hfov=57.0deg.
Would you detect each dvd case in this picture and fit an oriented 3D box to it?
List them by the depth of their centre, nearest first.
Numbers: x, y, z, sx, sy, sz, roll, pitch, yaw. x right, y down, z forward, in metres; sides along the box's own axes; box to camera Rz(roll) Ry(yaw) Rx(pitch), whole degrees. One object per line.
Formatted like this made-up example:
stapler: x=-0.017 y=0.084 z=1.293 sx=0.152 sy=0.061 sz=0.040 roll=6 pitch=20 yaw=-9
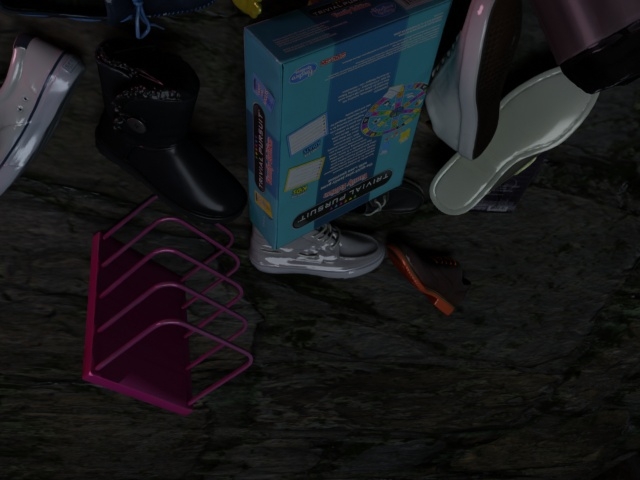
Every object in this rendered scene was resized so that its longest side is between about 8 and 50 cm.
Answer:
dvd case: x=0.316 y=-0.134 z=1.059 sx=0.164 sy=0.018 sz=0.221 roll=1 pitch=137 yaw=-14

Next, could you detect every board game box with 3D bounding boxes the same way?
board game box: x=0.024 y=-0.163 z=0.809 sx=0.253 sy=0.079 sz=0.336 roll=-28 pitch=151 yaw=-24

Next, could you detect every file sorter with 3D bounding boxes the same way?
file sorter: x=-0.241 y=0.093 z=0.972 sx=0.182 sy=0.291 sz=0.202 roll=-34 pitch=135 yaw=19

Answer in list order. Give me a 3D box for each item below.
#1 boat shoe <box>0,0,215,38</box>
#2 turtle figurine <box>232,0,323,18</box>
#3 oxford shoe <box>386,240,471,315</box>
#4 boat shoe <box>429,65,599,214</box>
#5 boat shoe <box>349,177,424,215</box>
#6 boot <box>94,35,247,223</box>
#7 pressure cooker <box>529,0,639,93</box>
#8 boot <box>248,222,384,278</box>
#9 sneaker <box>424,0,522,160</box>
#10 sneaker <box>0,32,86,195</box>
boat shoe: x=-0.245 y=-0.285 z=0.694 sx=0.258 sy=0.089 sz=0.109 roll=-9 pitch=139 yaw=-5
turtle figurine: x=0.006 y=-0.339 z=0.674 sx=0.217 sy=0.087 sz=0.269 roll=-25 pitch=167 yaw=-35
oxford shoe: x=0.226 y=0.057 z=1.213 sx=0.098 sy=0.097 sz=0.271 roll=-45 pitch=137 yaw=6
boat shoe: x=0.302 y=-0.162 z=0.943 sx=0.109 sy=0.091 sz=0.305 roll=48 pitch=115 yaw=3
boat shoe: x=0.079 y=-0.070 z=1.028 sx=0.233 sy=0.079 sz=0.084 roll=5 pitch=134 yaw=-21
boot: x=-0.190 y=-0.137 z=0.786 sx=0.246 sy=0.094 sz=0.207 roll=32 pitch=149 yaw=-7
pressure cooker: x=0.300 y=-0.378 z=0.483 sx=0.369 sy=0.421 sz=0.375 roll=-25 pitch=-177 yaw=-13
boot: x=0.000 y=0.000 z=1.069 sx=0.258 sy=0.095 sz=0.123 roll=-3 pitch=145 yaw=-10
sneaker: x=0.184 y=-0.230 z=0.800 sx=0.106 sy=0.123 sz=0.290 roll=-44 pitch=155 yaw=-20
sneaker: x=-0.411 y=-0.169 z=0.799 sx=0.091 sy=0.094 sz=0.258 roll=34 pitch=118 yaw=-19
